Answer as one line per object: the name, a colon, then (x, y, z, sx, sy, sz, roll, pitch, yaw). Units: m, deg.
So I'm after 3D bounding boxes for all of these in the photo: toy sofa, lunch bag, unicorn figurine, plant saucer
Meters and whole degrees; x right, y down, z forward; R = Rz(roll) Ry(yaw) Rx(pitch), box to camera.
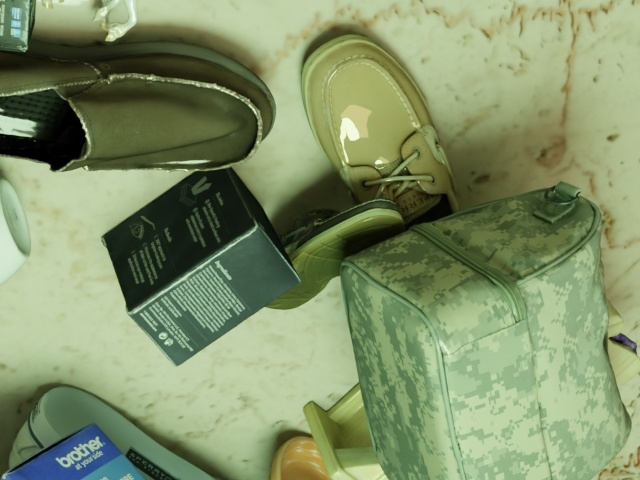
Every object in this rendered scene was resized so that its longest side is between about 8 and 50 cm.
toy sofa: (0.172, 0.164, 1.816, 0.362, 0.150, 0.177, -43, 120, 9)
lunch bag: (0.184, 0.118, 1.594, 0.256, 0.212, 0.305, -23, 120, -19)
unicorn figurine: (-0.194, -0.250, 1.507, 0.162, 0.060, 0.111, 21, 116, -30)
plant saucer: (0.006, 0.321, 1.834, 0.037, 0.200, 0.200, -36, 125, 25)

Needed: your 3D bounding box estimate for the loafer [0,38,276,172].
loafer: (-0.219, -0.109, 1.530, 0.365, 0.130, 0.134, 3, 131, -16)

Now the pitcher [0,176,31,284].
pitcher: (-0.403, -0.017, 1.552, 0.207, 0.125, 0.178, -15, 108, 4)

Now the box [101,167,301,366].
box: (-0.124, 0.019, 1.631, 0.158, 0.156, 0.093, -35, 125, 4)

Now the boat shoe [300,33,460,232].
boat shoe: (0.088, -0.065, 1.677, 0.121, 0.110, 0.341, -30, 124, 1)

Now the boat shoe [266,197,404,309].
boat shoe: (0.001, 0.001, 1.658, 0.080, 0.073, 0.223, 15, 146, -33)

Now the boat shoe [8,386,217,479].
boat shoe: (-0.195, 0.329, 1.755, 0.367, 0.136, 0.156, 37, 118, -3)

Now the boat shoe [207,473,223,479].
boat shoe: (-0.107, 0.332, 1.880, 0.226, 0.083, 0.076, 30, 118, -18)

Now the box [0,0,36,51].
box: (-0.326, -0.272, 1.424, 0.147, 0.077, 0.180, 7, 118, -7)

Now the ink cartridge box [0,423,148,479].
ink cartridge box: (-0.245, 0.381, 1.632, 0.151, 0.395, 0.270, -25, 157, -53)
